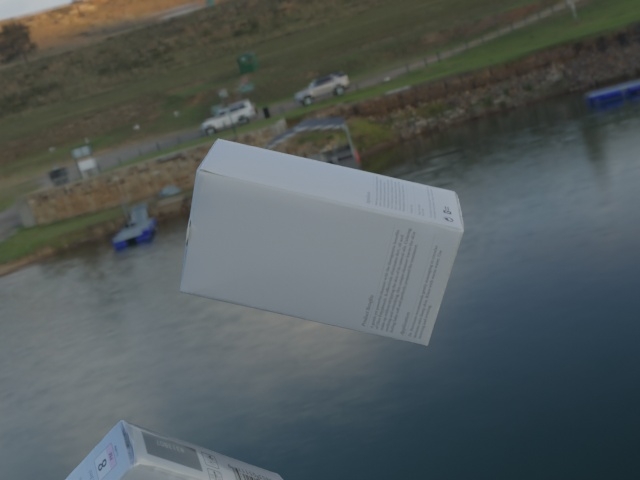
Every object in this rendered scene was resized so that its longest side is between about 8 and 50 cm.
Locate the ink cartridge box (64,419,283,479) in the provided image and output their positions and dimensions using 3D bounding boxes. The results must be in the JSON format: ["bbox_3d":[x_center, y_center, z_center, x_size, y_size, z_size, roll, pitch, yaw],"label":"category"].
[{"bbox_3d":[-0.162,0.270,0.736,0.232,0.189,0.066,-49,41,11],"label":"ink cartridge box"}]

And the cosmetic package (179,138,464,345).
[{"bbox_3d":[0.000,0.000,1.218,0.365,0.197,0.155,14,25,-1],"label":"cosmetic package"}]
